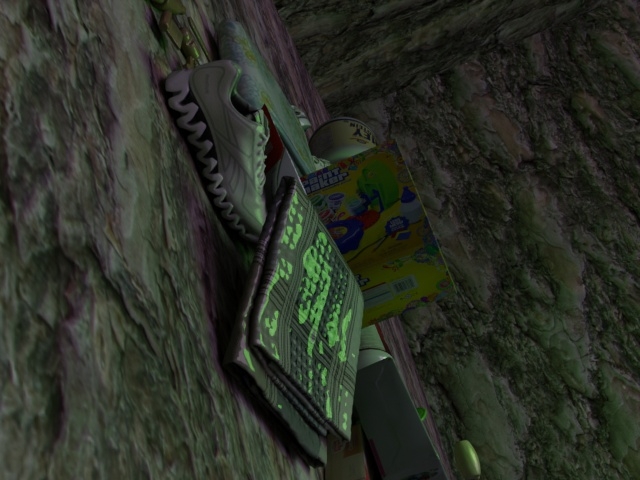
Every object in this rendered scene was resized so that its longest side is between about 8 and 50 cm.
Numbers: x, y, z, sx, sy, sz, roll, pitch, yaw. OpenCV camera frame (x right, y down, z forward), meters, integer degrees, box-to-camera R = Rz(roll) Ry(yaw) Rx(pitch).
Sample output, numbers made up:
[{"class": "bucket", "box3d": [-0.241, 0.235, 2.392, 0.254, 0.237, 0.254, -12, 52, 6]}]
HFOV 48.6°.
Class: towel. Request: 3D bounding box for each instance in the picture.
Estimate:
[{"class": "towel", "box3d": [-0.013, 0.120, 1.002, 0.312, 0.056, 0.324, 61, 33, -44]}, {"class": "towel", "box3d": [-0.111, -0.253, 1.548, 0.374, 0.090, 0.320, 56, 12, -48]}]

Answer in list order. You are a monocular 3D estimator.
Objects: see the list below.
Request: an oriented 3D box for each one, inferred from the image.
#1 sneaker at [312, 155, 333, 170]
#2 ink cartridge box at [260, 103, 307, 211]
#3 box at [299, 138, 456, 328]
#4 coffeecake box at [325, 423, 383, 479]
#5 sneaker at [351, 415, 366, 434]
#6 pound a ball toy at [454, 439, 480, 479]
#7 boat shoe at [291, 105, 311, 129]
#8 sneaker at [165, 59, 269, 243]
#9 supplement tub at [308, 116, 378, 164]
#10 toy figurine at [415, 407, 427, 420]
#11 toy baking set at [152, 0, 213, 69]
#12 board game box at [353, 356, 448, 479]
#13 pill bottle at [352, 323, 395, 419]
[{"class": "sneaker", "box3d": [-0.020, -0.195, 1.885, 0.262, 0.121, 0.099, 59, 12, -51]}, {"class": "ink cartridge box", "box3d": [-0.086, -0.091, 1.180, 0.224, 0.056, 0.181, 64, -20, 0]}, {"class": "box", "box3d": [0.068, 0.002, 1.361, 0.177, 0.290, 0.279, 59, 12, -46]}, {"class": "coffeecake box", "box3d": [0.072, 0.412, 1.124, 0.142, 0.068, 0.185, -89, 156, -71]}, {"class": "sneaker", "box3d": [0.096, 0.369, 1.404, 0.192, 0.064, 0.086, 43, 32, -65]}, {"class": "pound a ball toy", "box3d": [0.278, 0.587, 1.548, 0.319, 0.208, 0.135, 62, 10, -45]}, {"class": "boat shoe", "box3d": [-0.085, -0.330, 1.966, 0.084, 0.095, 0.258, 64, -2, -6]}, {"class": "sneaker", "box3d": [-0.123, -0.128, 1.062, 0.110, 0.118, 0.292, -96, 164, -68]}, {"class": "supplement tub", "box3d": [0.084, -0.229, 2.250, 0.325, 0.235, 0.235, -99, 166, -57]}, {"class": "toy figurine", "box3d": [0.148, 0.366, 1.673, 0.159, 0.130, 0.173, 59, -13, -2]}, {"class": "toy baking set", "box3d": [-0.225, -0.322, 1.202, 0.256, 0.030, 0.196, -75, 146, -76]}, {"class": "board game box", "box3d": [0.156, 0.382, 1.210, 0.224, 0.098, 0.303, -111, 177, -54]}, {"class": "pill bottle", "box3d": [0.078, 0.233, 1.365, 0.221, 0.121, 0.121, -111, 175, -56]}]
